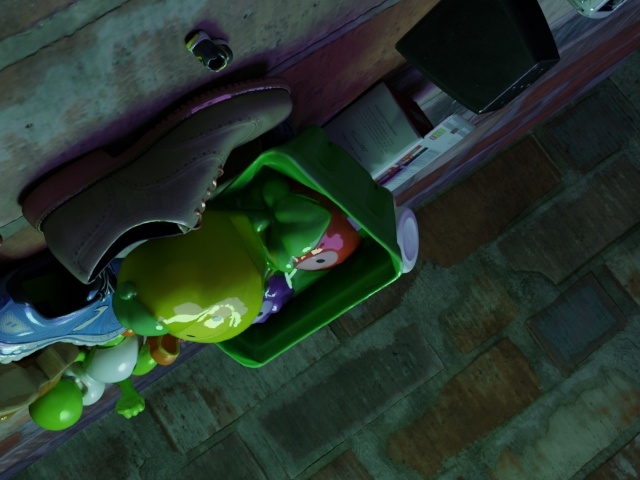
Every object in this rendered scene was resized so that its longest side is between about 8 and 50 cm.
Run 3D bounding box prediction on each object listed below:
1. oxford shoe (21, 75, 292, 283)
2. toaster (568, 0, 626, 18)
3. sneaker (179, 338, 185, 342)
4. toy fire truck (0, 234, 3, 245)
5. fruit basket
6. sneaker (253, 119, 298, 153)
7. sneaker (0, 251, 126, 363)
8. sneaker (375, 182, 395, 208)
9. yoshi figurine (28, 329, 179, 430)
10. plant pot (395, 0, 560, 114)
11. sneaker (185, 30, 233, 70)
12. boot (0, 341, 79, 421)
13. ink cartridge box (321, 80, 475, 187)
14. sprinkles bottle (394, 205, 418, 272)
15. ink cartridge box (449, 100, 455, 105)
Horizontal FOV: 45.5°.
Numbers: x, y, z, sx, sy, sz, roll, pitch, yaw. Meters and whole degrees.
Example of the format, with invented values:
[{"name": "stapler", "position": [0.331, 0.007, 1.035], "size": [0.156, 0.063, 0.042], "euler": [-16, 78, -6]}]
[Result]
[{"name": "oxford shoe", "position": [-0.163, -0.073, 0.905], "size": [0.348, 0.130, 0.123], "euler": [-33, 172, -14]}, {"name": "toaster", "position": [0.419, -0.431, 1.172], "size": [0.129, 0.146, 0.227], "euler": [-41, 170, 34]}, {"name": "sneaker", "position": [-0.308, 0.177, 1.923], "size": [0.135, 0.097, 0.276], "euler": [-38, 174, 20]}, {"name": "toy fire truck", "position": [-0.460, 0.120, 0.781], "size": [0.302, 0.169, 0.254], "euler": [-40, -171, 39]}, {"name": "fruit basket", "position": [-0.102, 0.044, 1.051], "size": [0.392, 0.283, 0.392], "euler": [-45, -166, 14]}, {"name": "sneaker", "position": [-0.065, -0.159, 1.108], "size": [0.059, 0.053, 0.144], "euler": [-35, 180, -8]}, {"name": "sneaker", "position": [-0.336, 0.076, 1.084], "size": [0.147, 0.130, 0.330], "euler": [-36, 172, 25]}, {"name": "sneaker", "position": [0.003, 0.013, 1.307], "size": [0.321, 0.126, 0.127], "euler": [-38, 161, 36]}, {"name": "yoshi figurine", "position": [-0.479, 0.289, 1.609], "size": [0.362, 0.203, 0.203], "euler": [-36, 157, 21]}, {"name": "plant pot", "position": [0.267, -0.306, 1.206], "size": [0.188, 0.167, 0.187], "euler": [-41, 171, 32]}, {"name": "sneaker", "position": [-0.110, -0.188, 0.789], "size": [0.031, 0.035, 0.083], "euler": [-37, 172, 17]}, {"name": "boot", "position": [-0.590, 0.292, 1.394], "size": [0.211, 0.104, 0.295], "euler": [-39, 175, 26]}, {"name": "ink cartridge box", "position": [0.135, -0.192, 1.450], "size": [0.272, 0.130, 0.309], "euler": [-36, 173, 16]}, {"name": "sprinkles bottle", "position": [0.000, 0.000, 1.439], "size": [0.355, 0.121, 0.121], "euler": [-1, -172, 25]}, {"name": "ink cartridge box", "position": [0.286, -0.338, 1.403], "size": [0.104, 0.061, 0.181], "euler": [-46, 179, -33]}]
